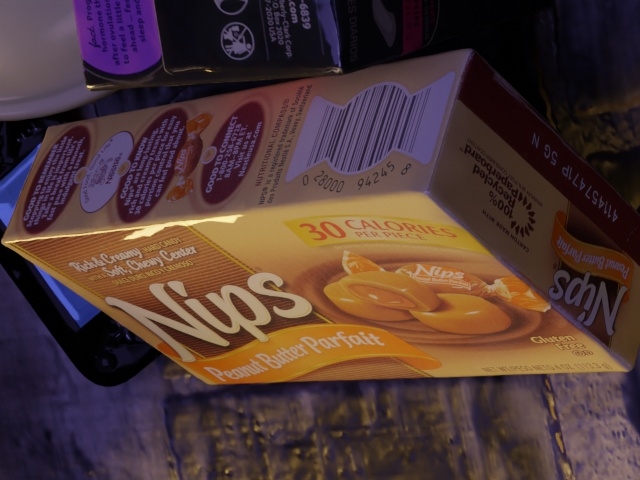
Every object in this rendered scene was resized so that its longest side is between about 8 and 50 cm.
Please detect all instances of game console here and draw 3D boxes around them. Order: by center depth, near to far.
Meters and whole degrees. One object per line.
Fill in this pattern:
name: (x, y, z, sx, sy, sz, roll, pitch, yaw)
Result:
game console: (-0.202, -0.077, 1.179, 0.213, 0.044, 0.361, -40, 84, 30)

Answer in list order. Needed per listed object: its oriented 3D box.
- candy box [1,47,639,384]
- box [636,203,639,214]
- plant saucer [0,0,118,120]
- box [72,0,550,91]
candy box: (0.000, 0.000, 0.973, 0.316, 0.088, 0.183, -5, 146, 43)
box: (0.346, -0.033, 0.881, 0.307, 0.076, 0.242, 36, 117, 15)
plant saucer: (-0.218, -0.269, 1.067, 0.400, 0.100, 0.401, 2, 97, 20)
box: (0.001, -0.176, 0.913, 0.143, 0.270, 0.165, -1, 103, 28)
